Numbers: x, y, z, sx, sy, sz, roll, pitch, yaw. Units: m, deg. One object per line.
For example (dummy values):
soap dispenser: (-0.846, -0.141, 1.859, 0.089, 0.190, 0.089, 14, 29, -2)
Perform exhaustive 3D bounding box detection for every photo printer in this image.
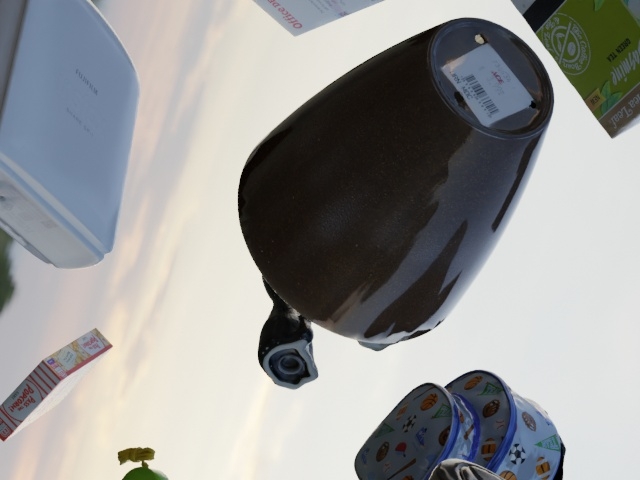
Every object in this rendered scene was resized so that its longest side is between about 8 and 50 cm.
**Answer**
photo printer: (-0.312, -0.157, 1.829, 0.256, 0.107, 0.308, 50, 37, -48)

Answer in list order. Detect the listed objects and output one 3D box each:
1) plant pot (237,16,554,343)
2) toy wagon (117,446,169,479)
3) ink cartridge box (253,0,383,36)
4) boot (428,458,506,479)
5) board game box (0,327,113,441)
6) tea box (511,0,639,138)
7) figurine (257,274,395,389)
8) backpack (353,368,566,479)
plant pot: (0.077, -0.064, 1.249, 0.230, 0.215, 0.215, -48, -154, 52)
toy wagon: (-0.241, 0.461, 2.231, 0.267, 0.068, 0.344, -11, -109, 32)
ink cartridge box: (0.007, -0.445, 2.382, 0.232, 0.171, 0.168, -18, -120, 23)
boot: (0.164, 0.413, 1.430, 0.284, 0.377, 0.138, -51, 160, 22)
board game box: (-0.414, 0.218, 2.452, 0.147, 0.045, 0.193, -45, 177, 20)
tea box: (0.486, -0.385, 2.354, 0.220, 0.323, 0.329, -30, 170, -30)
figurine: (0.013, 0.070, 2.179, 0.214, 0.092, 0.209, -25, -142, 15)
backpack: (0.190, 0.305, 2.171, 0.263, 0.213, 0.276, -47, -150, 3)
